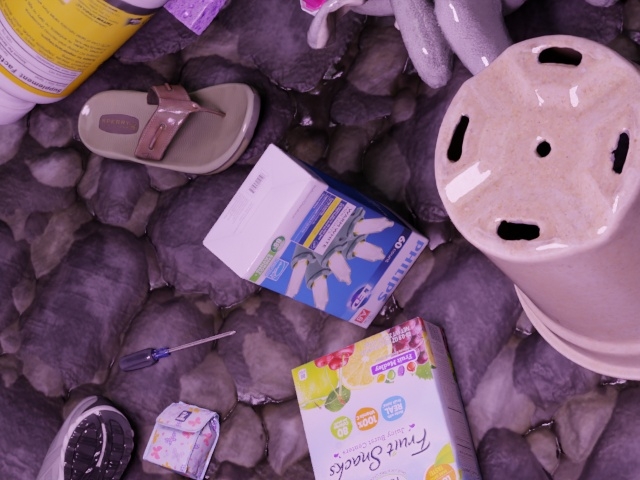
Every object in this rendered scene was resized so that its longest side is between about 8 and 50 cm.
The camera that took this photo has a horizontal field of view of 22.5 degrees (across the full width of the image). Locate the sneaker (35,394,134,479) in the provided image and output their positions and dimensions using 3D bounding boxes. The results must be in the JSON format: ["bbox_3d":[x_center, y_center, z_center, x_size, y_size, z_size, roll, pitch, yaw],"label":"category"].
[{"bbox_3d":[-0.315,0.317,2.015,0.272,0.100,0.108,-62,21,9],"label":"sneaker"}]

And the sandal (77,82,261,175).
[{"bbox_3d":[-0.208,-0.150,2.083,0.302,0.086,0.120,0,76,33],"label":"sandal"}]

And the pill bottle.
[{"bbox_3d":[-0.356,-0.304,2.149,0.334,0.188,0.188,-37,58,32],"label":"pill bottle"}]

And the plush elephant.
[{"bbox_3d":[0.127,-0.294,1.816,0.272,0.330,0.255,-56,19,-18],"label":"plush elephant"}]

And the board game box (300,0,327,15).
[{"bbox_3d":[0.106,-0.525,2.022,0.390,0.050,0.390,-21,65,26],"label":"board game box"}]

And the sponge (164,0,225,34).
[{"bbox_3d":[-0.195,-0.378,2.179,0.210,0.031,0.117,42,99,34],"label":"sponge"}]

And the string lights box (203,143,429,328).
[{"bbox_3d":[0.000,0.000,1.797,0.077,0.259,0.133,40,99,35],"label":"string lights box"}]

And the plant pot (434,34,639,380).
[{"bbox_3d":[0.279,-0.050,1.607,0.333,0.305,0.334,-10,71,30],"label":"plant pot"}]

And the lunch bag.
[{"bbox_3d":[-0.167,0.240,1.958,0.071,0.053,0.083,13,74,33],"label":"lunch bag"}]

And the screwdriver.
[{"bbox_3d":[-0.178,0.137,2.022,0.169,0.025,0.024,-15,67,19],"label":"screwdriver"}]

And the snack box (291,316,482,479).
[{"bbox_3d":[0.074,0.214,1.800,0.174,0.070,0.207,-25,65,23],"label":"snack box"}]
